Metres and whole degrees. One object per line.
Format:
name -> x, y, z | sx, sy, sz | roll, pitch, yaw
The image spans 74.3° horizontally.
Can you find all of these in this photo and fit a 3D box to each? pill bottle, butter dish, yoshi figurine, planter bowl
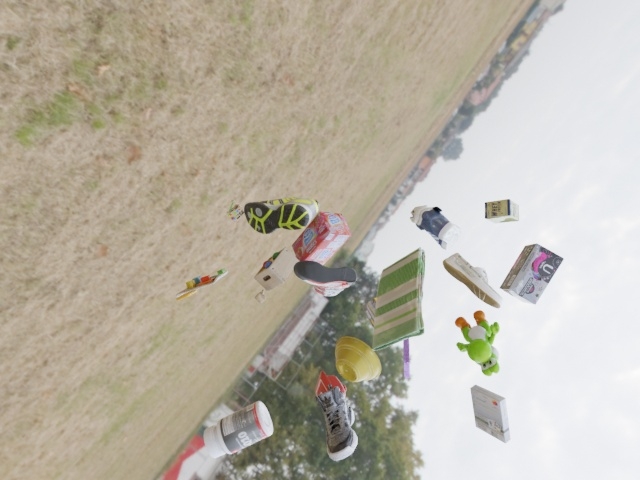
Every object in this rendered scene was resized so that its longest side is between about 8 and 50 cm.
pill bottle -> -0.376, 0.873, 1.942 | 0.283, 0.161, 0.161 | -26, 175, -1
butter dish -> 0.061, 0.672, 1.877 | 0.118, 0.160, 0.160 | -6, 127, -31
yoshi figurine -> 0.769, 0.482, 2.060 | 0.362, 0.202, 0.204 | -86, -171, -60
planter bowl -> 0.129, 0.503, 1.708 | 0.090, 0.217, 0.217 | -38, 167, -44

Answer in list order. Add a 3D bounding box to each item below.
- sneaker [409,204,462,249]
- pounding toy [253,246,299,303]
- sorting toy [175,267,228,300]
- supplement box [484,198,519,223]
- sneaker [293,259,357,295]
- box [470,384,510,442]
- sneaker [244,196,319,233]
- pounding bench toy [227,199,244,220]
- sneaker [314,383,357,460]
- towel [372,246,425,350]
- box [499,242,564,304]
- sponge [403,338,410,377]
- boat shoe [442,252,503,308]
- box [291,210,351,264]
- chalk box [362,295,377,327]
sneaker -> 0.558, -0.081, 2.082 | 0.130, 0.236, 0.322 | -51, 154, 6
pounding toy -> -0.210, 0.144, 1.662 | 0.181, 0.094, 0.206 | -32, -163, 46
sorting toy -> -0.512, 0.177, 1.823 | 0.195, 0.047, 0.348 | -22, -175, 6
supplement box -> 0.596, -0.095, 1.390 | 0.083, 0.083, 0.056 | -7, -105, 43
sneaker -> -0.007, 0.152, 1.589 | 0.145, 0.269, 0.090 | -44, -132, 45
box -> 0.679, 0.692, 1.694 | 0.038, 0.186, 0.145 | -19, -167, -27
sneaker -> -0.171, -0.115, 1.832 | 0.147, 0.384, 0.145 | -34, 121, -47
pounding bench toy -> -0.401, -0.138, 1.955 | 0.065, 0.083, 0.052 | -47, -154, -21
sneaker -> 0.041, 0.564, 1.344 | 0.101, 0.153, 0.268 | -26, -175, 6
towel -> 0.279, 0.206, 1.491 | 0.248, 0.038, 0.325 | -38, -147, 47
box -> 0.976, 0.156, 1.959 | 0.247, 0.142, 0.163 | -60, 171, 1
sponge -> 0.412, 0.536, 2.017 | 0.210, 0.031, 0.117 | -76, 160, -54
boat shoe -> 0.598, 0.141, 1.617 | 0.096, 0.277, 0.098 | -38, 146, -9
box -> 0.000, 0.000, 1.842 | 0.128, 0.123, 0.257 | 3, 142, -37
chalk box -> 0.314, 0.356, 2.176 | 0.132, 0.133, 0.213 | -22, 165, -24
